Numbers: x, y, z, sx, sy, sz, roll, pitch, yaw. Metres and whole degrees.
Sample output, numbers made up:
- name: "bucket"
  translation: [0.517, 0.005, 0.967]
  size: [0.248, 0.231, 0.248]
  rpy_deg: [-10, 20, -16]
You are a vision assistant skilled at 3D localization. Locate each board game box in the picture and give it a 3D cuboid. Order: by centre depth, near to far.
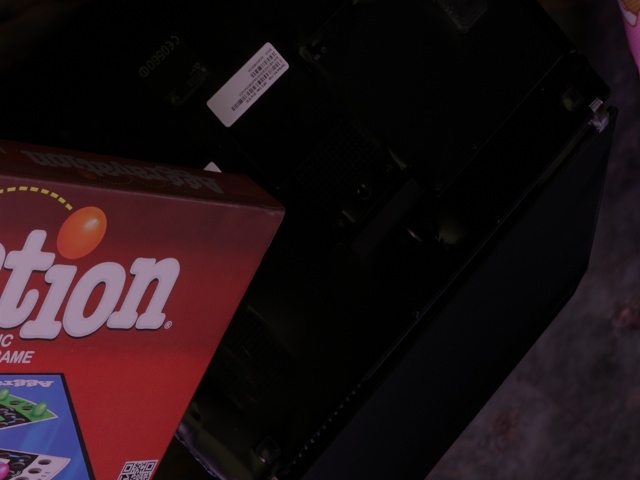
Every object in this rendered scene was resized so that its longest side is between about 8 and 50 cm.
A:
- name: "board game box"
  translation: [-0.137, 0.035, 0.464]
  size: [0.281, 0.027, 0.145]
  rpy_deg: [6, 116, -50]

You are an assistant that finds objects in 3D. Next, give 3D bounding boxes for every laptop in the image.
- name: "laptop"
  translation: [0.000, 0.000, 0.690]
  size: [0.264, 0.136, 0.234]
  rpy_deg: [47, 68, -14]

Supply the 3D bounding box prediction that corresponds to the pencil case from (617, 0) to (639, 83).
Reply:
- name: "pencil case"
  translation: [0.256, -0.028, 0.786]
  size: [0.160, 0.167, 0.386]
  rpy_deg: [-60, 139, -38]
